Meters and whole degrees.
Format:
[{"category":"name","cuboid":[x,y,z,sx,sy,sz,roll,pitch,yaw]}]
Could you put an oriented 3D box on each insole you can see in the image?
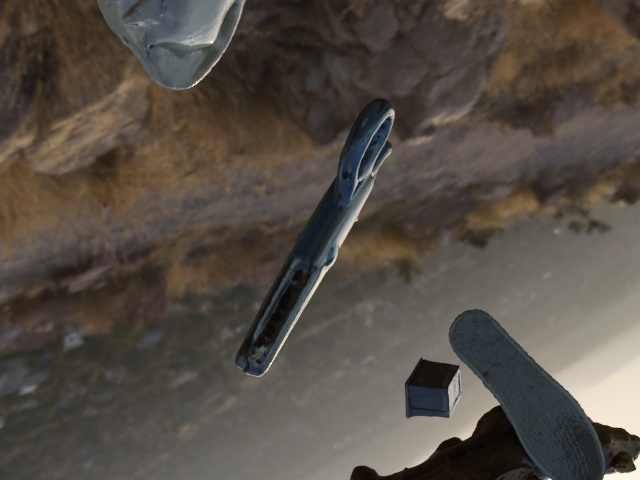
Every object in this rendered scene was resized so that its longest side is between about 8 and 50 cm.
[{"category":"insole","cuboid":[0.223,0.169,1.116,0.080,0.232,0.003,-41,169,15]}]

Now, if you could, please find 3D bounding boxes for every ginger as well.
[{"category":"ginger","cuboid":[0.189,0.258,1.166,0.333,0.080,0.166,-20,-152,6]}]

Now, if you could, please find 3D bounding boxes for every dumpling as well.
[{"category":"dumpling","cuboid":[-0.171,-0.365,1.296,0.243,0.187,0.318,-33,136,-32]}]

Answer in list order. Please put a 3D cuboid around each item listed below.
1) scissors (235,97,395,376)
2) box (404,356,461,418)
[{"category":"scissors","cuboid":[0.000,0.000,0.967,0.289,0.041,0.138,-62,168,-22]},{"category":"box","cuboid":[0.159,0.209,1.452,0.063,0.060,0.085,5,-159,22]}]
